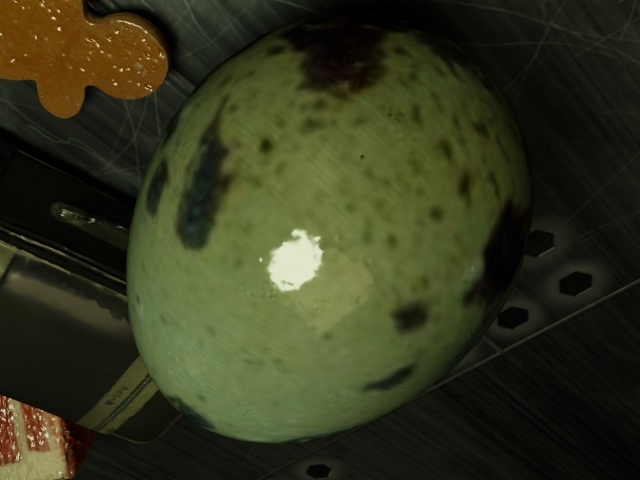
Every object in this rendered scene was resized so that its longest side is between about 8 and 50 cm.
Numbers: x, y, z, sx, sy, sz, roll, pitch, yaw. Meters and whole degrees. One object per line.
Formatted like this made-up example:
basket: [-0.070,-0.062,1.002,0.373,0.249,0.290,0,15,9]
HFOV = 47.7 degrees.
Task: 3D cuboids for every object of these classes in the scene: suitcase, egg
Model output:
suitcase: [-0.303,0.071,0.858,0.434,0.194,0.283,29,126,-25]
egg: [0.000,0.000,0.679,0.345,0.345,0.428,28,101,-23]

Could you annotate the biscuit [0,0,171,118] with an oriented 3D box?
biscuit: [-0.272,-0.202,0.720,0.250,0.036,0.165,9,131,-4]

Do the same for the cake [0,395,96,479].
cake: [-0.425,0.210,1.072,0.158,0.159,0.261,-4,97,3]
